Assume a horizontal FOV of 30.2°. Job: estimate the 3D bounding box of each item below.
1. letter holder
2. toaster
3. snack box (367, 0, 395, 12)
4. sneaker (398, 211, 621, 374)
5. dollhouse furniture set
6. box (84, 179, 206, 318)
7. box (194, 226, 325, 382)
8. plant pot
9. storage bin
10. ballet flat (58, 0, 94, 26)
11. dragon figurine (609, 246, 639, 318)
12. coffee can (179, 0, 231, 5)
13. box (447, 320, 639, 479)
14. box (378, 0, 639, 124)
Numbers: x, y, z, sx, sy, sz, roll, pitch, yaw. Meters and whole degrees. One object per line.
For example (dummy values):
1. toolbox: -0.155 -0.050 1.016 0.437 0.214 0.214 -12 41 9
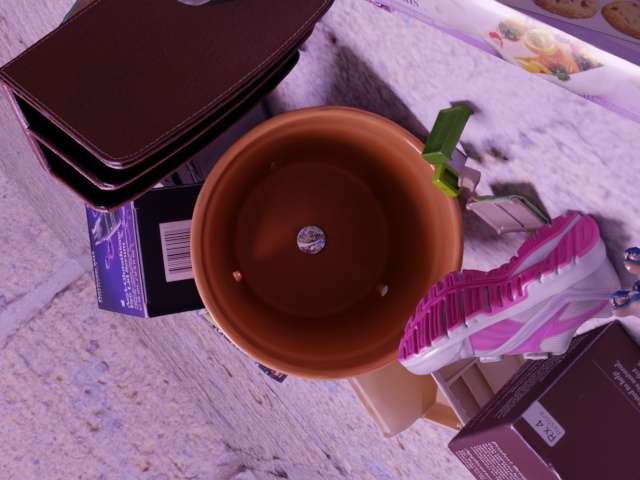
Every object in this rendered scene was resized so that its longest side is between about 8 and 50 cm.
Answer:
1. letter holder: -0.139 -0.164 1.247 0.214 0.302 0.152 36 156 30
2. toaster: -0.153 -0.150 1.524 0.129 0.146 0.227 32 154 39
3. snack box: 0.031 -0.285 1.068 0.100 0.037 0.141 35 155 34
4. sneaker: 0.191 0.080 1.182 0.252 0.103 0.111 -29 116 30
5. dollhouse furniture set: 0.169 -0.068 1.200 0.152 0.058 0.076 36 158 -26
6. box: -0.207 0.010 1.468 0.207 0.108 0.153 -3 96 63
7. box: -0.041 0.042 1.518 0.159 0.233 0.044 38 179 26
8. plant pot: 0.000 0.000 1.344 0.291 0.291 0.203 50 177 -5
9. storage bin: 0.146 0.172 1.531 0.262 0.123 0.260 12 138 58
10. ballet flat: -0.269 -0.198 1.703 0.116 0.124 0.342 25 150 50
11. dragon figurine: 0.365 0.078 0.974 0.289 0.144 0.085 9 139 31
12. coffee can: -0.137 -0.359 0.992 0.275 0.201 0.201 48 161 23
13. box: 0.276 0.217 1.285 0.168 0.167 0.203 48 159 2
14. box: 0.135 -0.193 0.932 0.324 0.067 0.063 31 154 24
